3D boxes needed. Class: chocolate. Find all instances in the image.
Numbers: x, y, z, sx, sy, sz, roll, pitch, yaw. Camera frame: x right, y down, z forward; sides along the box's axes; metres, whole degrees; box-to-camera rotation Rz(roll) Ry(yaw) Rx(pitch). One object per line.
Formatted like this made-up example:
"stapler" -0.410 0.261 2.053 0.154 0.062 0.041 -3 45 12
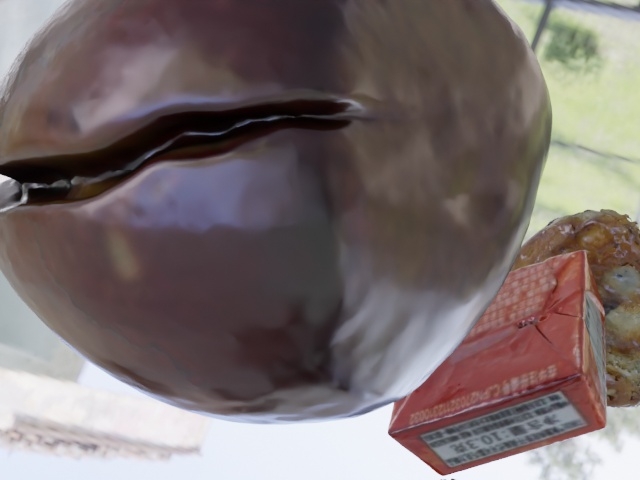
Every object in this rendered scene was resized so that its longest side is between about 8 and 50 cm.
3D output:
"chocolate" 0.212 0.144 1.324 0.237 0.235 0.108 -22 116 24

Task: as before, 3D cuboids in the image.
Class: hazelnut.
"hazelnut" -0.030 -0.044 0.881 0.402 0.402 0.429 21 -148 27

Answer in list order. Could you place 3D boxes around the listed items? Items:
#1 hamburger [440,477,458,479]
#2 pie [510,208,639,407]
"hamburger" 0.152 0.478 1.510 0.276 0.237 0.276 40 150 30
"pie" 0.374 0.108 1.597 0.308 0.308 0.085 21 -153 14
